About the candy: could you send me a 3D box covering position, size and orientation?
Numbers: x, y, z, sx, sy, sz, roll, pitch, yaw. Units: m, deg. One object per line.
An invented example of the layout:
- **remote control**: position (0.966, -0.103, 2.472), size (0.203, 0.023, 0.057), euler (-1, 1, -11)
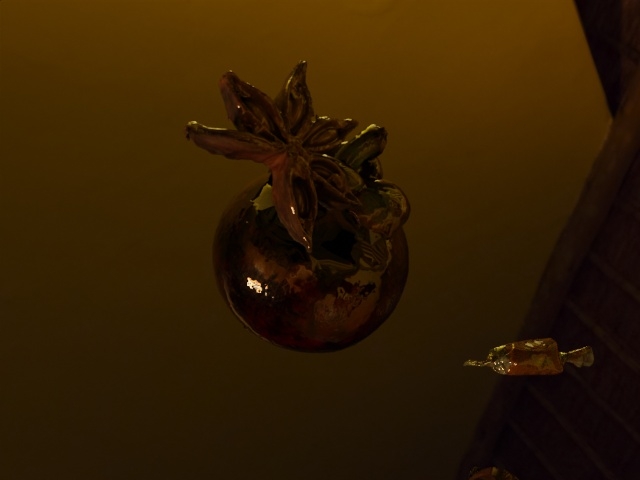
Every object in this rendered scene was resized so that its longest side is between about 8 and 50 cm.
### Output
- **candy**: position (0.267, 0.146, 0.977), size (0.053, 0.182, 0.047), euler (178, -87, -70)

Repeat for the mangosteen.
- **mangosteen**: position (-0.007, 0.011, 1.118), size (0.311, 0.311, 0.311), euler (-16, -126, 24)

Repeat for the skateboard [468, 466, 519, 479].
- **skateboard**: position (0.155, 0.287, 0.777), size (0.067, 0.151, 0.080), euler (20, -141, 10)

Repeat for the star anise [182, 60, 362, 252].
- **star anise**: position (-0.033, -0.100, 0.835), size (0.063, 0.208, 0.172), euler (-21, -150, 57)
